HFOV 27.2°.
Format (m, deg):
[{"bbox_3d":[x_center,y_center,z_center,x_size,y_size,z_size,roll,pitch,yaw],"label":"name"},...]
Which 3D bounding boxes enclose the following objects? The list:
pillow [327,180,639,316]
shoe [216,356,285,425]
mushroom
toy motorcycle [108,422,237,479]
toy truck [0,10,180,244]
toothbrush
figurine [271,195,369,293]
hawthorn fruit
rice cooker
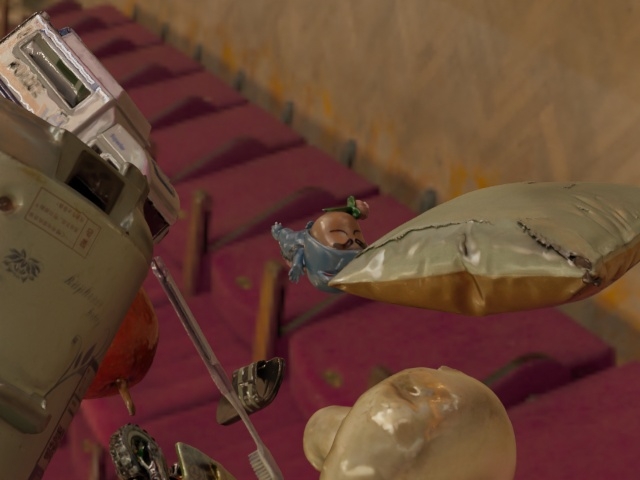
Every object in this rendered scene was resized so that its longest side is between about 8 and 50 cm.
[{"bbox_3d":[0.211,0.004,1.419,0.312,0.310,0.119,-2,106,35],"label":"pillow"},{"bbox_3d":[-0.120,0.228,2.003,0.179,0.049,0.071,-37,39,43],"label":"shoe"},{"bbox_3d":[0.127,0.346,1.890,0.356,0.315,0.315,123,142,-54],"label":"mushroom"},{"bbox_3d":[-0.220,0.489,2.346,0.168,0.410,0.237,-34,39,23],"label":"toy motorcycle"},{"bbox_3d":[-0.244,-0.093,1.316,0.268,0.155,0.124,46,174,31],"label":"toy truck"},{"bbox_3d":[-0.146,0.178,1.798,0.029,0.024,0.354,-33,81,20],"label":"toothbrush"},{"bbox_3d":[0.004,-0.003,1.923,0.178,0.114,0.145,19,92,49],"label":"figurine"},{"bbox_3d":[-0.285,0.123,1.632,0.225,0.196,0.196,52,143,19],"label":"hawthorn fruit"},{"bbox_3d":[-0.259,0.051,0.816,0.316,0.264,0.317,-17,53,24],"label":"rice cooker"}]
